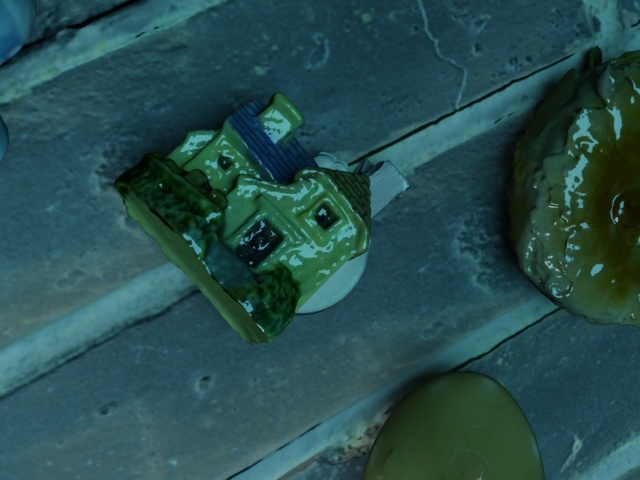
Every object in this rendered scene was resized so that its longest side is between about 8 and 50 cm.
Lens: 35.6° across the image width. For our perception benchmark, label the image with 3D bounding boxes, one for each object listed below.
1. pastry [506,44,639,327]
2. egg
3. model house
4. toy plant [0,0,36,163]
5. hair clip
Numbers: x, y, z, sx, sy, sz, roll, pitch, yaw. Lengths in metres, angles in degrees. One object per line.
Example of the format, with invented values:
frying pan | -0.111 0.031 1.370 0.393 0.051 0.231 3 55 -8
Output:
pastry | 0.348 -0.050 1.144 0.329 0.136 0.330 -5 103 -22
egg | 0.147 0.264 1.092 0.201 0.201 0.245 15 81 -23
model house | -0.061 -0.037 0.948 0.189 0.195 0.214 -42 89 -15
toy plant | -0.377 -0.122 0.786 0.332 0.247 0.247 -32 110 -10
hair clip | 0.000 0.000 1.065 0.220 0.054 0.140 -48 117 -4
